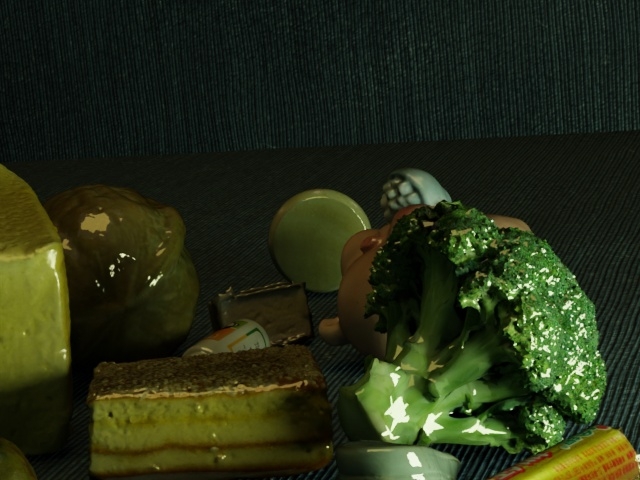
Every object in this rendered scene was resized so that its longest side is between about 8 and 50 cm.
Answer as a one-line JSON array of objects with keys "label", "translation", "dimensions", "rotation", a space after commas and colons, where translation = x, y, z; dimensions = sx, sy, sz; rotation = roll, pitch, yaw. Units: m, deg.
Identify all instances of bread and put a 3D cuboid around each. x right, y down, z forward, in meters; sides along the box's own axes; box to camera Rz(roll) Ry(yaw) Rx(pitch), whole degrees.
[{"label": "bread", "translation": [-0.398, 0.064, 1.943], "dimensions": [0.233, 0.245, 0.362], "rotation": [-5, 17, -10]}, {"label": "bread", "translation": [-0.110, 0.175, 1.740], "dimensions": [0.234, 0.111, 0.184], "rotation": [-5, 8, -5]}]

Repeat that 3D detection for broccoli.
[{"label": "broccoli", "translation": [0.130, 0.104, 1.683], "dimensions": [0.270, 0.270, 0.270], "rotation": [-34, 23, -24]}]

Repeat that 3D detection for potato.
[{"label": "potato", "translation": [-0.076, 0.094, 2.189], "dimensions": [0.122, 0.086, 0.061], "rotation": [-11, -1, -17]}]

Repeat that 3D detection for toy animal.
[{"label": "toy animal", "translation": [0.138, 0.055, 2.048], "dimensions": [0.221, 0.230, 0.210], "rotation": [31, -33, -17]}]

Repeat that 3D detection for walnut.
[{"label": "walnut", "translation": [-0.269, 0.050, 2.137], "dimensions": [0.283, 0.227, 0.283], "rotation": [-37, 23, 19]}]

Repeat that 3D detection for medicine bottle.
[{"label": "medicine bottle", "translation": [-0.139, 0.150, 2.007], "dimensions": [0.092, 0.061, 0.220], "rotation": [-27, 2, 25]}]

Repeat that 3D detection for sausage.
[{"label": "sausage", "translation": [0.121, 0.235, 1.414], "dimensions": [0.082, 0.082, 0.371], "rotation": [6, 16, 43]}]

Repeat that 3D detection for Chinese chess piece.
[{"label": "Chinese chess piece", "translation": [0.000, 0.000, 2.438], "dimensions": [0.144, 0.144, 0.058], "rotation": [-5, 10, 0]}]

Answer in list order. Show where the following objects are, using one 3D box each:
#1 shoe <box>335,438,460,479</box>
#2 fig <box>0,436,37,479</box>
[{"label": "shoe", "translation": [0.058, 0.217, 1.491], "dimensions": [0.103, 0.100, 0.251], "rotation": [7, -10, 9]}, {"label": "fig", "translation": [-0.330, 0.229, 1.534], "dimensions": [0.184, 0.127, 0.133], "rotation": [-5, 24, -16]}]
